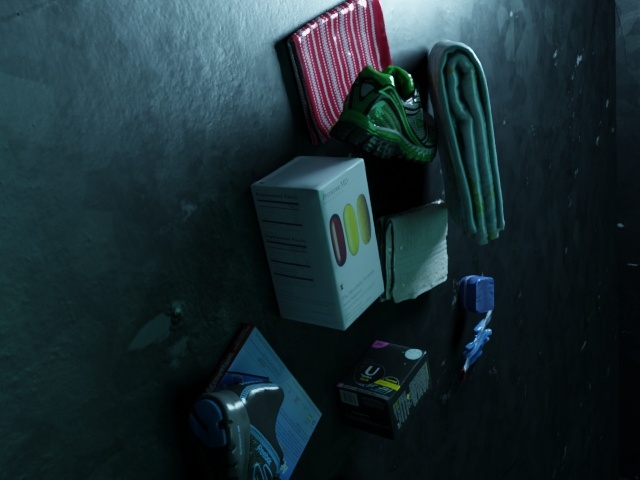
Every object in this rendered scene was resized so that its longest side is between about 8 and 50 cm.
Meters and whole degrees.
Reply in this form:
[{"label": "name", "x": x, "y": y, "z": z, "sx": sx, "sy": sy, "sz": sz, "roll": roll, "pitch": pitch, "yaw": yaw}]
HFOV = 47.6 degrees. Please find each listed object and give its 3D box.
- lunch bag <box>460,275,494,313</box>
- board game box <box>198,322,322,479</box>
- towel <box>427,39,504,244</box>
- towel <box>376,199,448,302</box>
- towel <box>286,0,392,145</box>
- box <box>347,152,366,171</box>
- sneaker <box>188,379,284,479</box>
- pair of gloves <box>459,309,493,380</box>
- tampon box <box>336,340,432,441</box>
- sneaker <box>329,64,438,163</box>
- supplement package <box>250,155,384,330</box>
[{"label": "lunch bag", "x": 0.390, "y": 0.137, "z": 1.821, "sx": 0.067, "sy": 0.065, "sz": 0.099, "roll": -4, "pitch": 98, "yaw": -34}, {"label": "board game box", "x": -0.090, "y": 0.275, "z": 1.195, "sx": 0.145, "sy": 0.027, "sz": 0.281, "roll": -60, "pitch": 139, "yaw": -30}, {"label": "towel", "x": 0.277, "y": -0.207, "z": 1.449, "sx": 0.320, "sy": 0.090, "sz": 0.375, "roll": -85, "pitch": 164, "yaw": -74}, {"label": "towel", "x": 0.204, "y": 0.021, "z": 1.551, "sx": 0.282, "sy": 0.049, "sz": 0.187, "roll": -18, "pitch": 111, "yaw": -53}, {"label": "towel", "x": 0.047, "y": -0.311, "z": 1.282, "sx": 0.275, "sy": 0.031, "sz": 0.199, "roll": -44, "pitch": 129, "yaw": -42}, {"label": "box", "x": 0.052, "y": -0.077, "z": 1.302, "sx": 0.094, "sy": 0.027, "sz": 0.137, "roll": 57, "pitch": 46, "yaw": -77}, {"label": "sneaker", "x": -0.107, "y": 0.371, "z": 1.077, "sx": 0.139, "sy": 0.125, "sz": 0.341, "roll": -15, "pitch": 115, "yaw": -45}, {"label": "pair of gloves", "x": 0.401, "y": 0.263, "z": 1.850, "sx": 0.159, "sy": 0.023, "sz": 0.198, "roll": -51, "pitch": 154, "yaw": -31}, {"label": "tampon box", "x": 0.128, "y": 0.290, "z": 1.428, "sx": 0.161, "sy": 0.120, "sz": 0.101, "roll": -42, "pitch": 129, "yaw": -44}, {"label": "sneaker", "x": 0.144, "y": -0.223, "z": 1.290, "sx": 0.343, "sy": 0.134, "sz": 0.146, "roll": -11, "pitch": 126, "yaw": -66}, {"label": "supplement package", "x": 0.000, "y": 0.000, "z": 1.180, "sx": 0.139, "sy": 0.133, "sz": 0.244, "roll": -39, "pitch": 127, "yaw": -45}]
